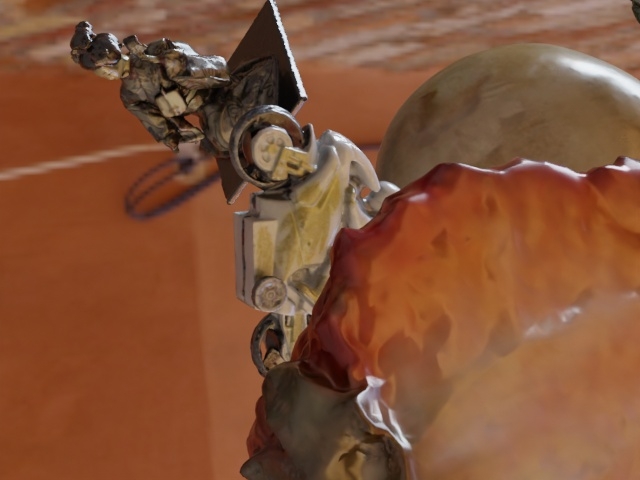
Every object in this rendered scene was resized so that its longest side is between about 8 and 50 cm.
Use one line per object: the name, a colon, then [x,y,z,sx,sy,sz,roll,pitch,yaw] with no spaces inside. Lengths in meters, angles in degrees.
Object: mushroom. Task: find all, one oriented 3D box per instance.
mushroom: [0.200,-0.032,1.566,0.290,0.292,0.292,65,0,-62]

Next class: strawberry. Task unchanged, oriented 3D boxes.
strawberry: [0.122,0.089,0.859,0.265,0.336,0.149,56,-27,9]

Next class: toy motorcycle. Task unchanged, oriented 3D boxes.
toy motorcycle: [0.000,0.000,1.294,0.074,0.151,0.228,21,-60,63]

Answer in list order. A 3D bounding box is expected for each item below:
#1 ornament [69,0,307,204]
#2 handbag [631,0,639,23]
ornament: [-0.149,-0.152,1.595,0.166,0.196,0.153,-54,-145,34]
handbag: [0.415,-0.251,1.437,0.260,0.247,0.079,-49,-170,30]
